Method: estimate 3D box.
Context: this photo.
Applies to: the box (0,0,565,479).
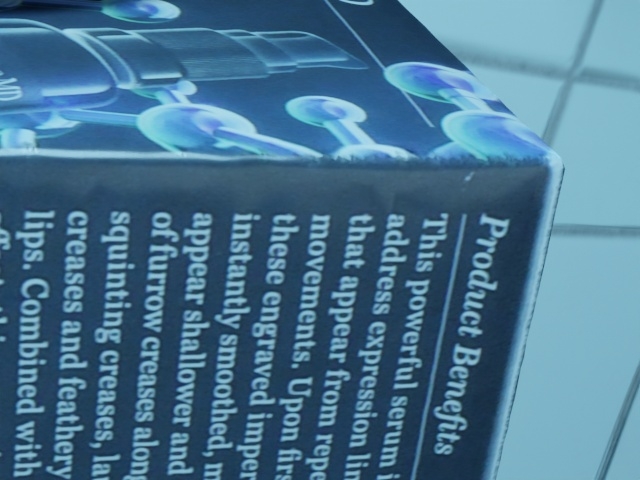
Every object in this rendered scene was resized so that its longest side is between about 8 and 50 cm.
[{"bbox_3d":[-0.161,0.003,0.497,0.396,0.293,0.212,0,117,-17],"label":"box"}]
